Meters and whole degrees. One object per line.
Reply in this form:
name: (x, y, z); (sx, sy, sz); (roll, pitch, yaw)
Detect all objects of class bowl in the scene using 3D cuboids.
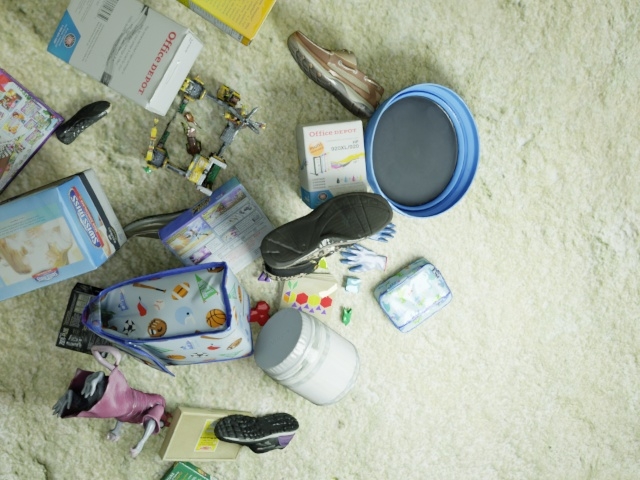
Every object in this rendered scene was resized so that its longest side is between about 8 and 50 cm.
bowl: (0.293, -0.260, 1.745); (0.392, 0.077, 0.390); (-5, 100, -27)

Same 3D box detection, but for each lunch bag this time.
lunch bag: (-0.402, 0.229, 1.626); (0.386, 0.327, 0.238); (-7, 66, 1)
lunch bag: (0.298, 0.177, 1.890); (0.219, 0.090, 0.176); (-33, 109, -1)

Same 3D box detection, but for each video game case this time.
video game case: (-0.281, -0.015, 1.707); (0.270, 0.061, 0.244); (-36, 131, -2)

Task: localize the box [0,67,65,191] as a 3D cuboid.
box: (-0.862, -0.281, 1.584); (0.201, 0.057, 0.293); (42, 93, -17)

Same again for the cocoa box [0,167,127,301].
cocoa box: (-0.737, -0.009, 1.546); (0.347, 0.228, 0.231); (-18, 106, 7)

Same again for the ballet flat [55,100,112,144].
ballet flat: (-0.645, -0.326, 1.628); (0.173, 0.049, 0.057); (-35, 64, -3)

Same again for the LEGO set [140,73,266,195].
LEGO set: (-0.330, -0.279, 1.613); (0.255, 0.192, 0.331); (37, 94, -16)

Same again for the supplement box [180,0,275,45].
supplement box: (-0.285, -0.687, 1.528); (0.357, 0.194, 0.195); (30, 96, -16)

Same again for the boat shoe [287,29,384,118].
boat shoe: (0.047, -0.484, 1.684); (0.324, 0.123, 0.116); (38, 87, -22)

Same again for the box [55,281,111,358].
box: (-0.665, 0.232, 1.727); (0.148, 0.077, 0.180); (17, 99, -14)

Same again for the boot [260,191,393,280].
boot: (0.000, 0.000, 1.671); (0.378, 0.284, 0.138); (-26, 81, -15)

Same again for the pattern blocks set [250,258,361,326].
pattern blocks set: (-0.045, 0.175, 1.853); (0.325, 0.026, 0.285); (18, 102, -15)

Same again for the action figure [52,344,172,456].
action figure: (-0.575, 0.473, 1.751); (0.370, 0.248, 0.275); (31, 66, -46)

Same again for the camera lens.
camera lens: (-0.033, 0.350, 1.772); (0.219, 0.219, 0.274); (-49, 123, 3)

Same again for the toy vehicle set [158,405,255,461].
toy vehicle set: (-0.346, 0.601, 1.838); (0.267, 0.035, 0.165); (18, 99, -38)

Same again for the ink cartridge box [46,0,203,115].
ink cartridge box: (-0.494, -0.495, 1.519); (0.308, 0.129, 0.223); (31, 95, 5)

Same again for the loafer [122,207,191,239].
loafer: (-0.440, -0.033, 1.700); (0.251, 0.094, 0.087); (-12, 100, -8)

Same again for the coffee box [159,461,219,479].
coffee box: (-0.416, 0.790, 1.921); (0.184, 0.040, 0.113); (37, 93, -16)

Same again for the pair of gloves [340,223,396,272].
pair of gloves: (0.150, 0.009, 1.858); (0.159, 0.023, 0.198); (10, 102, -14)

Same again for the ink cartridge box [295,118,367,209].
ink cartridge box: (0.029, -0.224, 1.705); (0.171, 0.168, 0.232); (-8, 104, -8)

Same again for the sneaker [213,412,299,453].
sneaker: (-0.206, 0.622, 1.857); (0.284, 0.107, 0.124); (9, 114, -33)
